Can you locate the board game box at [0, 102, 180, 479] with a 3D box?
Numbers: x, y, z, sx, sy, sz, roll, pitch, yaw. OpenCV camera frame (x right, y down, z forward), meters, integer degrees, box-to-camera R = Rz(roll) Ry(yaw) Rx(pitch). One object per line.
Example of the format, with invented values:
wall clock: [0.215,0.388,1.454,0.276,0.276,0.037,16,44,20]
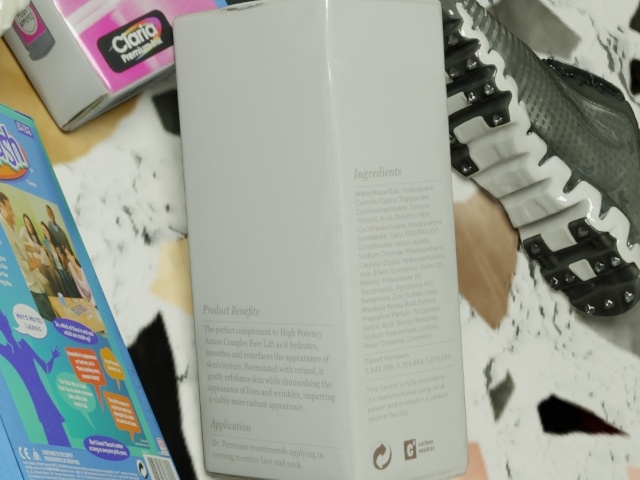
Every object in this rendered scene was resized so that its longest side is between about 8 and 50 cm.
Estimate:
board game box: [-0.140,0.029,0.776,0.210,0.047,0.160,66,13,17]

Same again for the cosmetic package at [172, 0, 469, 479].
cosmetic package: [0.000,0.000,0.885,0.085,0.117,0.231,-4,93,-43]

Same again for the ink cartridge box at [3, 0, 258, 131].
ink cartridge box: [-0.152,-0.254,0.936,0.175,0.069,0.371,-34,93,-38]

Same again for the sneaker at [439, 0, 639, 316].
sneaker: [0.124,-0.072,1.063,0.234,0.078,0.106,51,50,-15]

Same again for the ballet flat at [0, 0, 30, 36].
ballet flat: [-0.275,-0.167,0.707,0.409,0.147,0.147,19,64,-44]
